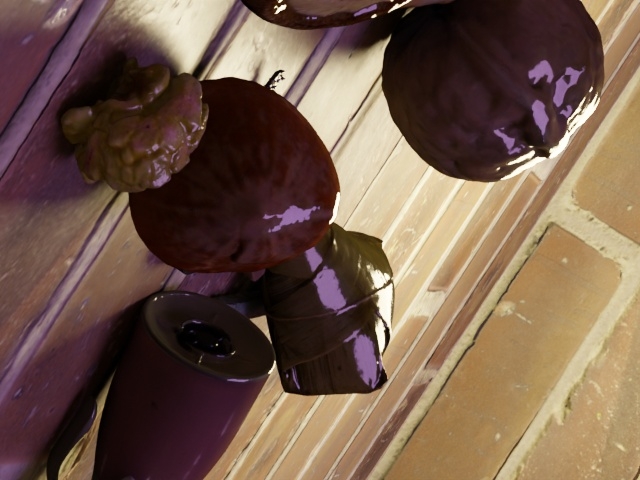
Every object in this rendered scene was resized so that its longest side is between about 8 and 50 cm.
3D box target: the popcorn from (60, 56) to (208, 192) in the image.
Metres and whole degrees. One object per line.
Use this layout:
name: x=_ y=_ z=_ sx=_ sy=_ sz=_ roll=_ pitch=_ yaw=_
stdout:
popcorn: x=-0.139 y=-0.085 z=1.220 sx=0.097 sy=0.109 sz=0.089 roll=-97 pitch=174 yaw=-58

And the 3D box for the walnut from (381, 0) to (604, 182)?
walnut: x=0.193 y=-0.185 z=1.771 sx=0.248 sy=0.248 sz=0.248 roll=-51 pitch=165 yaw=-19

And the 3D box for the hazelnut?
hazelnut: x=-0.075 y=-0.056 z=1.356 sx=0.182 sy=0.182 sz=0.182 roll=-51 pitch=165 yaw=-19

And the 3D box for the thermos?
thermos: x=-0.176 y=0.196 z=1.639 sx=0.176 sy=0.146 sz=0.265 roll=14 pitch=117 yaw=-31

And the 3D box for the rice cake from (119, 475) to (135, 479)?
rice cake: x=-0.200 y=0.335 z=1.641 sx=0.127 sy=0.043 sz=0.237 roll=-22 pitch=136 yaw=1

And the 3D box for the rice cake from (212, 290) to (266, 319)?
rice cake: x=-0.087 y=0.078 z=1.872 sx=0.033 sy=0.033 sz=0.207 roll=-68 pitch=165 yaw=8

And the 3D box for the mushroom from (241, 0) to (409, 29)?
mushroom: x=0.020 y=-0.258 z=1.262 sx=0.194 sy=0.138 sz=0.231 roll=-18 pitch=169 yaw=29

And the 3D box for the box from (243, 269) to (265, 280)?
box: x=-0.081 y=0.004 z=1.695 sx=0.025 sy=0.048 sz=0.115 roll=-45 pitch=163 yaw=-15

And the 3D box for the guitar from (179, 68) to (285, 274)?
guitar: x=-0.085 y=-0.067 z=1.568 sx=0.088 sy=0.025 sz=0.233 roll=-27 pitch=148 yaw=-61

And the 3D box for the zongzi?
zongzi: x=0.000 y=0.000 z=1.879 sx=0.274 sy=0.145 sz=0.300 roll=-77 pitch=154 yaw=-60

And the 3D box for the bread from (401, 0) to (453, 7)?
bread: x=0.119 y=-0.302 z=1.610 sx=0.134 sy=0.081 sz=0.225 roll=-56 pitch=169 yaw=22
